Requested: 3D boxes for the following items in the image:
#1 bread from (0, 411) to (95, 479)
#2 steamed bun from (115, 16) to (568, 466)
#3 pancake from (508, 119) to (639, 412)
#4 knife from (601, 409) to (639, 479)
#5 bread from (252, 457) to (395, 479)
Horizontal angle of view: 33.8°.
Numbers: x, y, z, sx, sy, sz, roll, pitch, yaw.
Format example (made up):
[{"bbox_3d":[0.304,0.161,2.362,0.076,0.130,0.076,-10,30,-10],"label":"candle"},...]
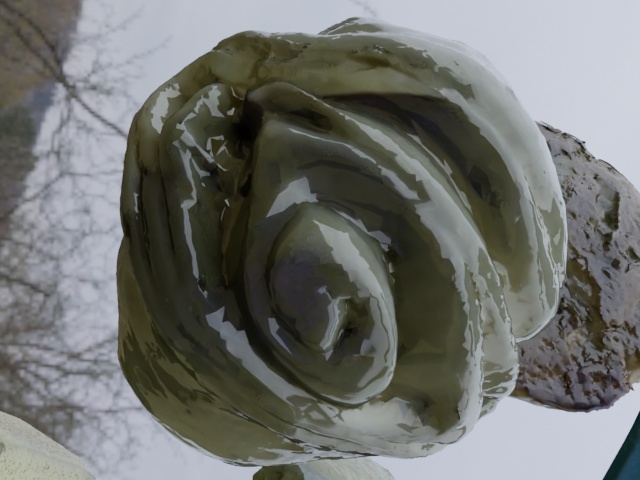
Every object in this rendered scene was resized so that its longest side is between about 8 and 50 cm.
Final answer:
[{"bbox_3d":[-0.310,0.203,0.993,0.068,0.126,0.188,-59,157,-11],"label":"bread"},{"bbox_3d":[0.000,0.000,0.770,0.247,0.352,0.339,4,76,-77],"label":"steamed bun"},{"bbox_3d":[0.201,0.005,1.044,0.065,0.356,0.356,124,-34,-57],"label":"pancake"},{"bbox_3d":[0.131,0.218,0.583,0.044,0.026,0.296,31,-77,25],"label":"knife"},{"bbox_3d":[-0.038,0.462,1.550,0.395,0.239,0.264,-56,160,-14],"label":"bread"}]
